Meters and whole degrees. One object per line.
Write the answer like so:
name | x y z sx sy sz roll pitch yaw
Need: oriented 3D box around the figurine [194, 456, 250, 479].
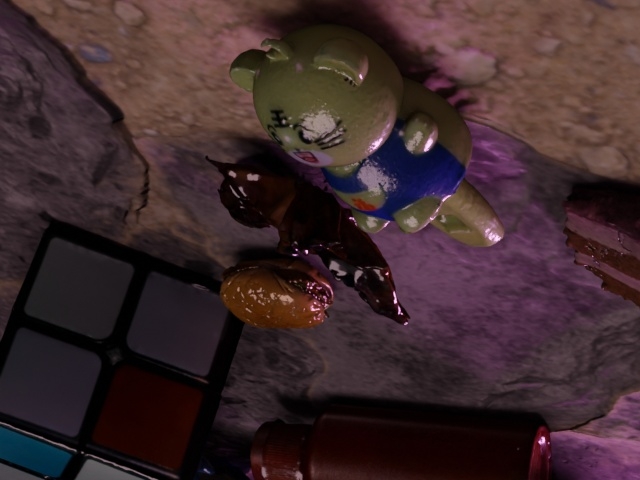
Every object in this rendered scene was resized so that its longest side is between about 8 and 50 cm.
figurine | -0.099 0.266 1.665 0.164 0.120 0.262 16 163 -17

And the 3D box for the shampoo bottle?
shampoo bottle | 0.066 0.197 1.487 0.260 0.102 0.064 2 177 25

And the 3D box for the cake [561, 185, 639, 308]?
cake | 0.292 0.022 1.083 0.295 0.112 0.116 16 153 30

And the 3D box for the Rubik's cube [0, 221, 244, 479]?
Rubik's cube | -0.179 0.119 1.398 0.183 0.180 0.167 23 151 -6

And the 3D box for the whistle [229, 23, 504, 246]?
whistle | 0.037 -0.058 1.058 0.105 0.085 0.227 0 149 45

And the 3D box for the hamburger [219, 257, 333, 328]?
hamburger | -0.034 0.041 1.321 0.083 0.044 0.076 1 147 33

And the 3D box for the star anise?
star anise | 0.003 -0.003 1.170 0.157 0.053 0.212 33 176 -37
